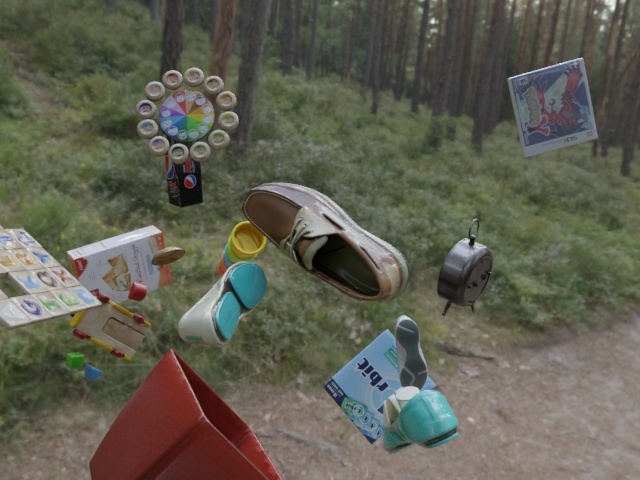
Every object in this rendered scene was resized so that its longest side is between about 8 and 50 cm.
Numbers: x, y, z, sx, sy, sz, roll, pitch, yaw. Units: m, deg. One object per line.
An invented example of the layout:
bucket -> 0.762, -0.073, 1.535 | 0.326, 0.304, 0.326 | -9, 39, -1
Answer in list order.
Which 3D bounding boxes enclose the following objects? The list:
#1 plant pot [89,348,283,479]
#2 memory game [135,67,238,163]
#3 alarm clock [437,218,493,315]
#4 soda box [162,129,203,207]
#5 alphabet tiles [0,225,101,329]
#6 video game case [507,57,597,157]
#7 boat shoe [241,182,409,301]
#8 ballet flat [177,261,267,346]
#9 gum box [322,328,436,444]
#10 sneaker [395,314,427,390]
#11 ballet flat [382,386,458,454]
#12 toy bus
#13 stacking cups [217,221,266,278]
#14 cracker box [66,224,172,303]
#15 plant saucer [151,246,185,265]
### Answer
plant pot -> -0.240, 0.400, 1.088 | 0.236, 0.267, 0.267 | -41, 27, -9
memory game -> -0.238, -0.224, 1.124 | 0.186, 0.186, 0.012 | 6, -13, -1
alarm clock -> 0.284, 0.048, 1.208 | 0.064, 0.192, 0.129 | 22, 32, 36
soda box -> -0.290, -0.158, 1.326 | 0.060, 0.169, 0.053 | -17, 25, -39
alphabet tiles -> -0.405, 0.014, 0.783 | 0.237, 0.009, 0.198 | 42, 7, 6
video game case -> 0.573, -0.326, 1.555 | 0.183, 0.201, 0.023 | -15, 11, 5
boat shoe -> 0.000, 0.000, 1.082 | 0.324, 0.123, 0.120 | 29, 20, 17
ballet flat -> -0.158, 0.100, 1.015 | 0.086, 0.086, 0.248 | 8, 17, 10
gum box -> 0.124, 0.308, 1.339 | 0.157, 0.184, 0.041 | 49, -9, 6
sneaker -> 0.170, 0.214, 1.197 | 0.053, 0.152, 0.061 | -6, 10, 0
ballet flat -> 0.133, 0.256, 0.913 | 0.083, 0.087, 0.247 | -19, -18, -14
toy bus -> -0.466, 0.171, 1.332 | 0.104, 0.202, 0.191 | 12, 21, 43
stacking cups -> -0.232, 0.043, 1.807 | 0.096, 0.096, 0.316 | 3, -20, -16
cracker box -> -0.510, 0.072, 1.616 | 0.232, 0.156, 0.067 | -21, 30, -30
plant saucer -> -0.361, 0.034, 1.486 | 0.083, 0.015, 0.083 | -22, -16, -7
